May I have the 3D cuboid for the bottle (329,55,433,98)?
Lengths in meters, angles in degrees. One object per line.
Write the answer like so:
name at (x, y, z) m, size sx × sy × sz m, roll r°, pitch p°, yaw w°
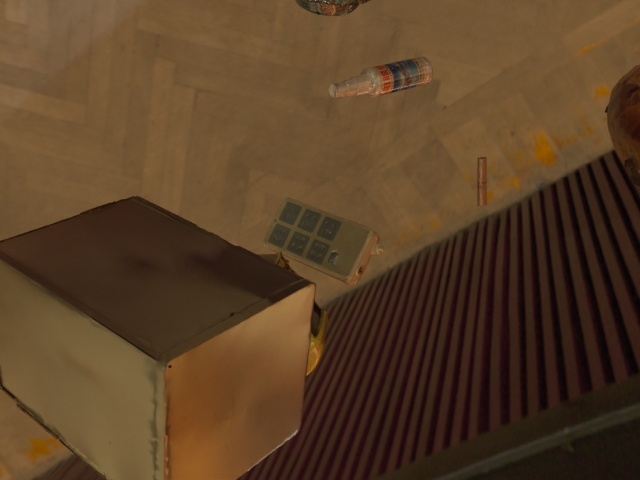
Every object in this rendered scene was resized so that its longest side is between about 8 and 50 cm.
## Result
bottle at (0.112, -0.301, 1.421) m, size 0.060 × 0.217 × 0.060 m, roll 41°, pitch 140°, yaw 45°

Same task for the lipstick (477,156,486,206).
lipstick at (0.311, -0.113, 1.450) m, size 0.019 × 0.019 × 0.094 m, roll 0°, pitch 106°, yaw 15°

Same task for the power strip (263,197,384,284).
power strip at (0.000, 0.000, 1.538) m, size 0.270 × 0.046 × 0.118 m, roll 22°, pitch 81°, yaw 36°

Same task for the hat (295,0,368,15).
hat at (0.015, -0.313, 0.898) m, size 0.138 × 0.191 × 0.078 m, roll 27°, pitch 149°, yaw 28°

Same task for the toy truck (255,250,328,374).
toy truck at (-0.168, 0.214, 1.254) m, size 0.405 × 0.180 × 0.254 m, roll -40°, pitch 102°, yaw 13°

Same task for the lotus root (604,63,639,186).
lotus root at (0.471, -0.129, 0.946) m, size 0.193 × 0.291 × 0.193 m, roll -3°, pitch 132°, yaw -3°

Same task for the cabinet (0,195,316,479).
cabinet at (-0.134, 0.081, 0.586) m, size 0.206 × 0.145 × 0.150 m, roll 24°, pitch 123°, yaw 32°
